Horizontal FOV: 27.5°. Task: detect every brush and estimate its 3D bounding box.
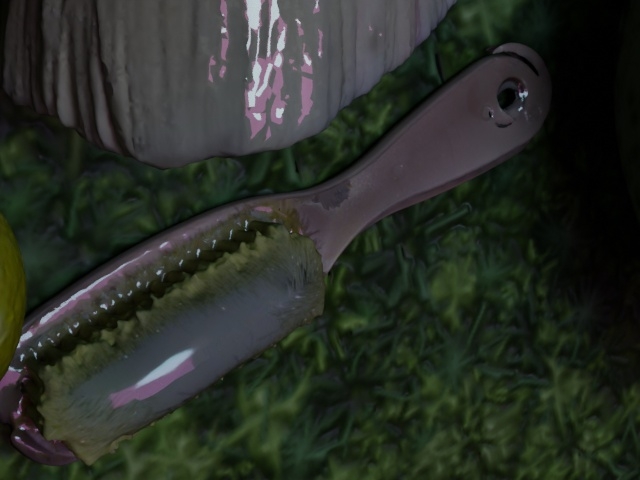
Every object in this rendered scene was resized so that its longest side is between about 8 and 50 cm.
[{"bbox_3d":[0.001,0.002,0.576,0.313,0.067,0.072,-33,118,-23],"label":"brush"},{"bbox_3d":[-0.014,-0.164,0.469,0.266,0.174,0.166,-45,137,-33],"label":"brush"}]

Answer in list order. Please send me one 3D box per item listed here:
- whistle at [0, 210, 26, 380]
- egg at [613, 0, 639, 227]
[{"bbox_3d":[-0.168,0.043,0.412,0.123,0.123,0.223,46,43,-33],"label":"whistle"},{"bbox_3d":[0.280,-0.104,0.590,0.288,0.287,0.379,4,87,-33],"label":"egg"}]
